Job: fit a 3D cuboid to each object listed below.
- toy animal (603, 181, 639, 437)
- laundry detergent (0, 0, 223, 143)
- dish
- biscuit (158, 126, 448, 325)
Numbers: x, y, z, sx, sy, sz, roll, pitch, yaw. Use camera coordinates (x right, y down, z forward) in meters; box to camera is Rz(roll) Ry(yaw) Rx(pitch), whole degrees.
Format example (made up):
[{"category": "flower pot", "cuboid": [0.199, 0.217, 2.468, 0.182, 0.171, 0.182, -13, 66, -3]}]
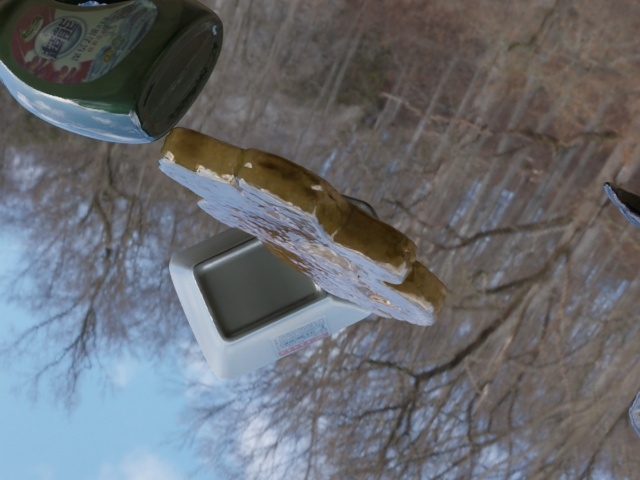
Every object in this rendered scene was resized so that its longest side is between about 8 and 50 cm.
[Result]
[{"category": "toy animal", "cuboid": [0.258, 0.013, 0.494, 0.197, 0.272, 0.160, 30, -175, -21]}, {"category": "laundry detergent", "cuboid": [-0.184, -0.150, 0.674, 0.211, 0.063, 0.137, 20, -113, 26]}, {"category": "dish", "cuboid": [-0.038, 0.036, 0.944, 0.234, 0.064, 0.154, -25, -100, -1]}, {"category": "biscuit", "cuboid": [0.002, -0.002, 0.604, 0.184, 0.035, 0.249, 18, 165, 42]}]
